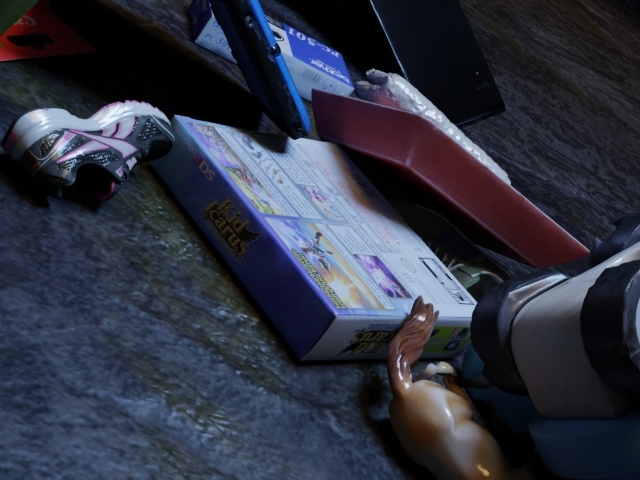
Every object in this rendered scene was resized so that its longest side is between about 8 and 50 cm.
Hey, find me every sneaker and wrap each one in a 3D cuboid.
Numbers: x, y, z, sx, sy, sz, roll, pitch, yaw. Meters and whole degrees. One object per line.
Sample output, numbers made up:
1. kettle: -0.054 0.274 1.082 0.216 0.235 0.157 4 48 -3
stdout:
1. sneaker: 0.135 0.028 1.373 0.192 0.064 0.086 32 19 -18
2. sneaker: -0.189 -0.067 1.125 0.178 0.072 0.077 -14 66 -51

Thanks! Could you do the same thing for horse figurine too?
1. horse figurine: 0.131 0.171 1.098 0.263 0.066 0.174 50 27 14

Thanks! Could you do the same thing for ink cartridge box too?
1. ink cartridge box: -0.061 -0.237 1.625 0.207 0.046 0.097 24 27 -26
2. ink cartridge box: -0.336 -0.269 1.302 0.225 0.056 0.181 40 24 12

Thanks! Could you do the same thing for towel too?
1. towel: 0.124 -0.128 1.568 0.187 0.049 0.282 41 3 -8

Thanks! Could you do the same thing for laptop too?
1. laptop: 0.057 -0.330 1.998 0.408 0.236 0.382 13 16 21

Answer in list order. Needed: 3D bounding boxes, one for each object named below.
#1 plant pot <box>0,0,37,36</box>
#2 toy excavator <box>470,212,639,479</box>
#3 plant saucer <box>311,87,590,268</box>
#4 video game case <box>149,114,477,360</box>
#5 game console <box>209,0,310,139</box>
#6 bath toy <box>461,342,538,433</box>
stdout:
1. plant pot: -0.308 -0.255 1.007 0.275 0.293 0.274 30 24 -15
2. toy excavator: 0.400 0.170 1.116 0.433 0.222 0.445 -25 95 -25
3. plant saucer: 0.123 -0.060 1.404 0.258 0.047 0.259 35 -5 -29
4. video game case: 0.000 0.000 1.246 0.244 0.061 0.269 6 37 -51
5. game console: -0.152 -0.207 1.354 0.293 0.173 0.250 -126 -169 -73
6. bath toy: 0.310 0.164 1.293 0.348 0.129 0.151 21 56 -28
